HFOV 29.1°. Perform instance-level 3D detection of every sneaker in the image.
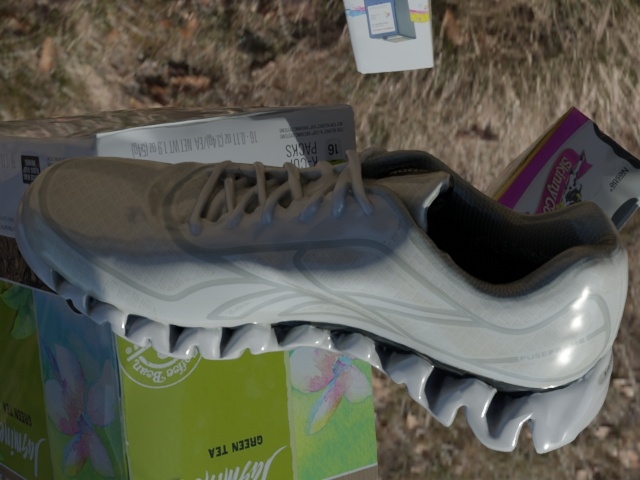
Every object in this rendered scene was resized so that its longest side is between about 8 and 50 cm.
[{"bbox_3d":[0.000,0.000,0.572,0.292,0.110,0.118,13,138,6],"label":"sneaker"}]

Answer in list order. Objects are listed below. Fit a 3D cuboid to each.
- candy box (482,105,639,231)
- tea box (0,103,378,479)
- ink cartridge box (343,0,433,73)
[{"bbox_3d":[0.121,0.010,0.819,0.071,0.233,0.159,40,86,2],"label":"candy box"},{"bbox_3d":[-0.139,0.059,0.998,0.329,0.220,0.323,7,105,55],"label":"tea box"},{"bbox_3d":[0.070,-0.305,1.323,0.093,0.154,0.212,-2,148,6],"label":"ink cartridge box"}]
